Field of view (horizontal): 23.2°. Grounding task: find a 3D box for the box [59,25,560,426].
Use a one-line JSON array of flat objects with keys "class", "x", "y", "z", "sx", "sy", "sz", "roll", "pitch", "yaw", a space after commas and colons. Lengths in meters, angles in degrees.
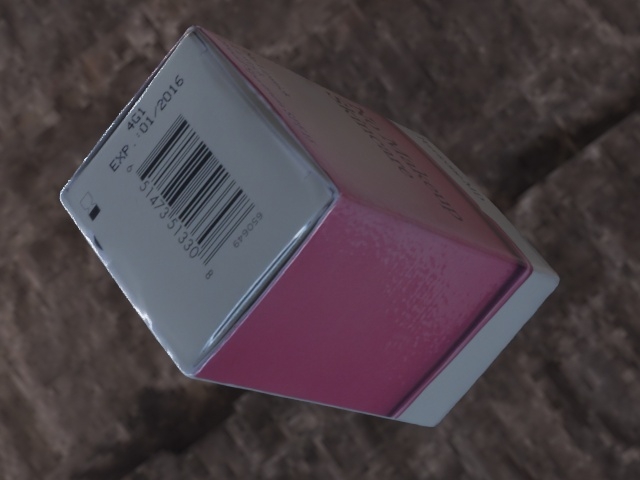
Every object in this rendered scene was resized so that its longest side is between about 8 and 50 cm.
[{"class": "box", "x": 0.000, "y": 0.000, "z": 0.864, "sx": 0.232, "sy": 0.127, "sz": 0.148, "roll": 19, "pitch": -154, "yaw": -53}]
